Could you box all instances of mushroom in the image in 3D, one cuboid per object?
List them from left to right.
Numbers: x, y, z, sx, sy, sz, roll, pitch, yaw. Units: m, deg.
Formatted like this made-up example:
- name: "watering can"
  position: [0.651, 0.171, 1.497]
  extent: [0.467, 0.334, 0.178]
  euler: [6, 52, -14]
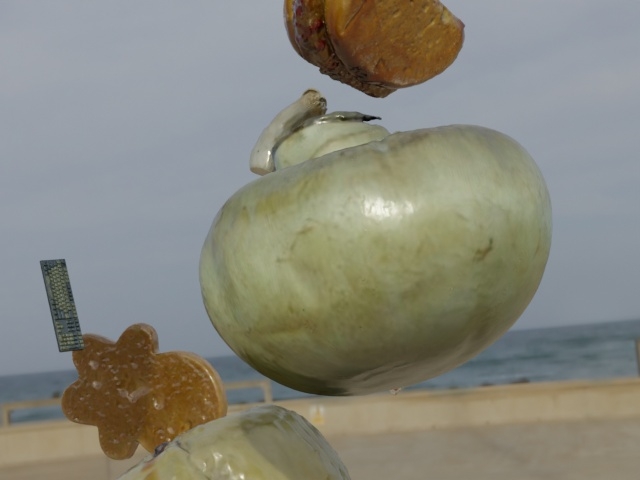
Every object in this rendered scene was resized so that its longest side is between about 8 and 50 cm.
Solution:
- name: "mushroom"
  position: [-0.066, -0.223, 2.210]
  extent: [0.092, 0.223, 0.081]
  euler: [35, -20, -11]
- name: "mushroom"
  position: [0.055, 0.011, 1.046]
  extent: [0.352, 0.260, 0.352]
  euler: [-13, -23, -6]

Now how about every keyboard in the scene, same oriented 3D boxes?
- name: "keyboard"
  position: [-0.479, 0.119, 1.988]
  extent: [0.014, 0.176, 0.055]
  euler: [-24, -13, 39]

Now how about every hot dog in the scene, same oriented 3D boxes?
- name: "hot dog"
  position: [0.070, -0.376, 1.851]
  extent: [0.185, 0.223, 0.405]
  euler: [42, 9, 37]

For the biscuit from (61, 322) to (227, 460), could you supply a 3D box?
- name: "biscuit"
  position: [-0.343, 0.301, 2.100]
  extent: [0.355, 0.275, 0.052]
  euler: [9, 0, 20]

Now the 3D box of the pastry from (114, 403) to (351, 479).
- name: "pastry"
  position: [-0.117, 0.408, 1.409]
  extent: [0.389, 0.312, 0.388]
  euler: [-28, -13, -7]

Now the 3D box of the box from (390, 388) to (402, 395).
- name: "box"
  position: [0.116, 0.123, 2.179]
  extent: [0.210, 0.330, 0.095]
  euler: [-44, 2, 23]
